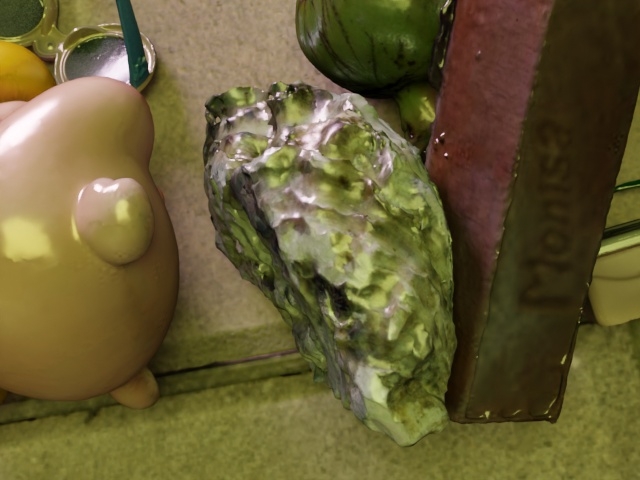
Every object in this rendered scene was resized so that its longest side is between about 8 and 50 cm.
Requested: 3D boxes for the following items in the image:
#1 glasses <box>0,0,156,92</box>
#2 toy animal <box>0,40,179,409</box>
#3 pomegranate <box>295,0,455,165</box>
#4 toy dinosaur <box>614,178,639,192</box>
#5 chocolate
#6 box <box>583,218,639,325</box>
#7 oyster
[{"bbox_3d":[-0.197,-0.223,0.781,0.190,0.220,0.088,33,47,11],"label":"glasses"},{"bbox_3d":[-0.198,-0.034,0.689,0.247,0.345,0.277,6,52,17],"label":"toy animal"},{"bbox_3d":[0.060,-0.140,0.764,0.131,0.152,0.191,-25,101,-4],"label":"pomegranate"},{"bbox_3d":[0.275,-0.061,0.785,0.120,0.029,0.060,-19,64,9],"label":"toy dinosaur"},{"bbox_3d":[0.130,-0.037,0.681,0.112,0.112,0.321,4,107,-19],"label":"chocolate"},{"bbox_3d":[0.236,0.017,0.745,0.122,0.089,0.062,-18,91,4],"label":"box"},{"bbox_3d":[0.000,0.000,0.703,0.268,0.112,0.198,32,124,46],"label":"oyster"}]
